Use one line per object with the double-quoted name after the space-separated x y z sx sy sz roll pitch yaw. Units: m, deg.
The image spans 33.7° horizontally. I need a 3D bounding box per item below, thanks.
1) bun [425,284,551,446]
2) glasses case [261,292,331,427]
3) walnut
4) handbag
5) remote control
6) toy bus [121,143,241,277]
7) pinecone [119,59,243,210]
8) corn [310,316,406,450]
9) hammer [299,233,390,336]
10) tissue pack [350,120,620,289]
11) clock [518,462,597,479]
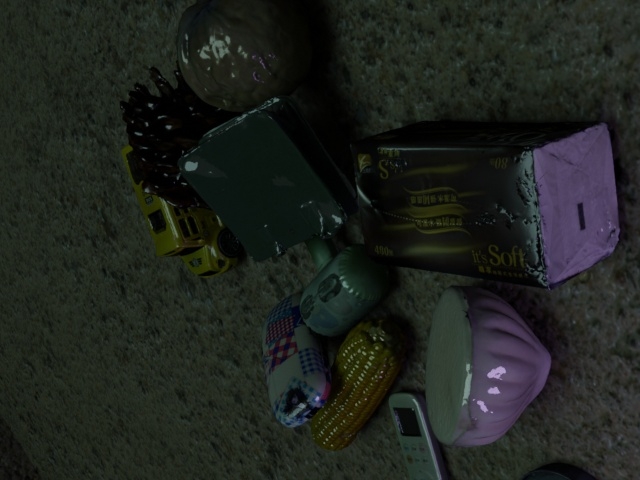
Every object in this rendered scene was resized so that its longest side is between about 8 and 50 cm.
0.275 0.202 1.680 0.263 0.175 0.263 -174 90 -82 "bun"
-0.049 0.222 2.025 0.125 0.076 0.327 -39 31 17 "glasses case"
-0.127 -0.343 1.859 0.248 0.248 0.248 26 126 43 "walnut"
-0.090 -0.098 1.854 0.247 0.079 0.260 -24 107 37 "handbag"
0.200 0.426 1.970 0.090 0.038 0.309 -8 100 53 "remote control"
-0.301 -0.072 2.268 0.145 0.151 0.331 -20 90 51 "toy bus"
-0.248 -0.207 2.052 0.242 0.298 0.296 -11 105 11 "pinecone"
0.065 0.273 1.998 0.120 0.120 0.363 50 137 24 "corn"
0.000 0.000 1.970 0.206 0.119 0.335 -45 64 49 "hammer"
0.242 -0.064 1.549 0.370 0.198 0.210 6 108 50 "tissue pack"
0.407 0.466 1.725 0.215 0.042 0.215 26 126 42 "clock"
